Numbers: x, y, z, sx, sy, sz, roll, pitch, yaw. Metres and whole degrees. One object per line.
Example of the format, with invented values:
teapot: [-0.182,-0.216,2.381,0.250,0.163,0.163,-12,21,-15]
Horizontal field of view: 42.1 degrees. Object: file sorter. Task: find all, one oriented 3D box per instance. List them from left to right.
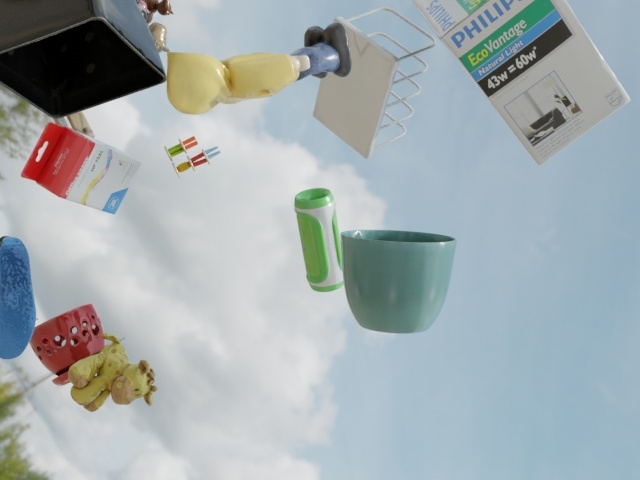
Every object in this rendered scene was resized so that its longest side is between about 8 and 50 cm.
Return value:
file sorter: [0.129,-0.378,1.966,0.193,0.173,0.278,42,-40,26]

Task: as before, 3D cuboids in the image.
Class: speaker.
speaker: [0.000,0.000,2.471,0.131,0.131,0.297,19,-54,48]

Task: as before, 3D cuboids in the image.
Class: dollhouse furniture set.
dollhouse furniture set: [-0.552,-0.332,1.909,0.151,0.144,0.123,-35,-103,26]

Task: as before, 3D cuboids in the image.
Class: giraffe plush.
giraffe plush: [-0.493,0.345,2.060,0.170,0.210,0.181,24,-23,27]

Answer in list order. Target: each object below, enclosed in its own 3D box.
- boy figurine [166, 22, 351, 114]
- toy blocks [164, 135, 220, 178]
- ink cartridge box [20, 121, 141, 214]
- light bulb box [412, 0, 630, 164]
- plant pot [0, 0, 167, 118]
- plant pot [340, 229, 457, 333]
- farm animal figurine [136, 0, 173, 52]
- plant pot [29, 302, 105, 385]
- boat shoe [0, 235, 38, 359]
boy figurine: [-0.099,-0.244,1.185,0.177,0.285,0.092,13,-64,54]
toy blocks: [-0.387,-0.269,2.525,0.123,0.148,0.054,62,-6,26]
ink cartridge box: [-0.496,-0.148,1.736,0.078,0.134,0.231,30,4,26]
light bulb box: [0.394,-0.410,1.713,0.361,0.225,0.358,45,17,-28]
plant pot: [-0.341,-0.299,1.129,0.187,0.188,0.167,40,37,-68]
plant pot: [0.191,0.103,2.096,0.293,0.293,0.235,10,-80,52]
farm animal figurine: [-0.485,-0.508,2.136,0.172,0.330,0.327,36,-72,-7]
plant pot: [-0.661,0.280,2.216,0.174,0.191,0.191,63,-30,3]
boat shoe: [-0.646,0.117,1.746,0.089,0.109,0.258,18,-79,53]
